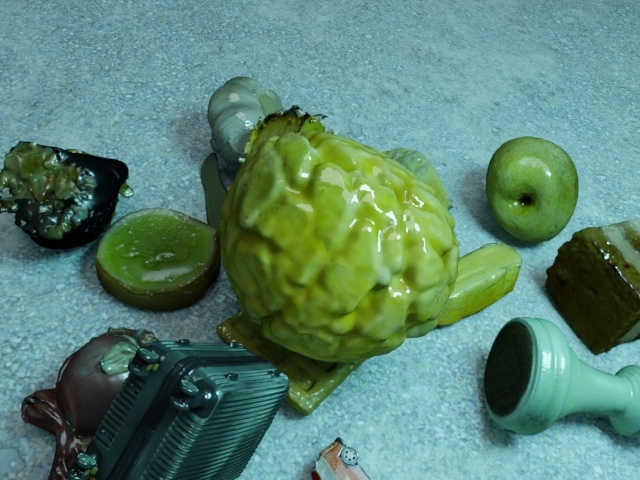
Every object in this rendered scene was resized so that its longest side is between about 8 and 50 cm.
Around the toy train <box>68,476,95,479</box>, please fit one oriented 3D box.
[{"bbox_3d":[-0.253,0.390,0.802,0.219,0.127,0.089,46,56,1],"label":"toy train"}]

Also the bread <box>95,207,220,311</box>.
[{"bbox_3d":[-0.302,0.031,1.171,0.235,0.070,0.236,5,47,-5],"label":"bread"}]

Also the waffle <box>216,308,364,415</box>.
[{"bbox_3d":[-0.025,0.166,1.110,0.221,0.055,0.247,38,52,22],"label":"waffle"}]

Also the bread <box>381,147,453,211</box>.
[{"bbox_3d":[0.174,-0.122,1.352,0.251,0.133,0.174,31,49,18],"label":"bread"}]

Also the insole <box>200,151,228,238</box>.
[{"bbox_3d":[-0.222,-0.096,1.299,0.005,0.086,0.253,23,32,-37],"label":"insole"}]

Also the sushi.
[{"bbox_3d":[-0.476,-0.090,1.172,0.200,0.204,0.213,32,83,8],"label":"sushi"}]

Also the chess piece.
[{"bbox_3d":[0.451,0.252,1.049,0.298,0.195,0.195,15,47,-9],"label":"chess piece"}]

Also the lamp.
[{"bbox_3d":[-0.321,0.246,0.937,0.223,0.151,0.215,-48,54,8],"label":"lamp"}]

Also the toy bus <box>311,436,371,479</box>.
[{"bbox_3d":[0.054,0.383,0.918,0.077,0.079,0.174,-31,60,-21],"label":"toy bus"}]

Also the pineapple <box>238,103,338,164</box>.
[{"bbox_3d":[-0.069,-0.148,1.236,0.161,0.335,0.158,4,42,-36],"label":"pineapple"}]

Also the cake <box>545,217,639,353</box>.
[{"bbox_3d":[0.628,0.070,1.220,0.292,0.196,0.199,-13,50,-19],"label":"cake"}]

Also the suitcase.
[{"bbox_3d":[-0.169,0.243,0.831,0.128,0.312,0.202,30,90,20],"label":"suitcase"}]

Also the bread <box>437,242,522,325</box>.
[{"bbox_3d":[0.290,0.085,1.219,0.245,0.095,0.102,-23,47,-28],"label":"bread"}]

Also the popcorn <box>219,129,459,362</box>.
[{"bbox_3d":[0.008,0.009,0.978,0.344,0.354,0.390,-55,37,-4],"label":"popcorn"}]

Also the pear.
[{"bbox_3d":[0.464,-0.116,1.353,0.188,0.229,0.211,-10,16,36],"label":"pear"}]

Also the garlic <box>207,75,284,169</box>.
[{"bbox_3d":[-0.156,-0.244,1.369,0.227,0.152,0.228,30,43,-32],"label":"garlic"}]
